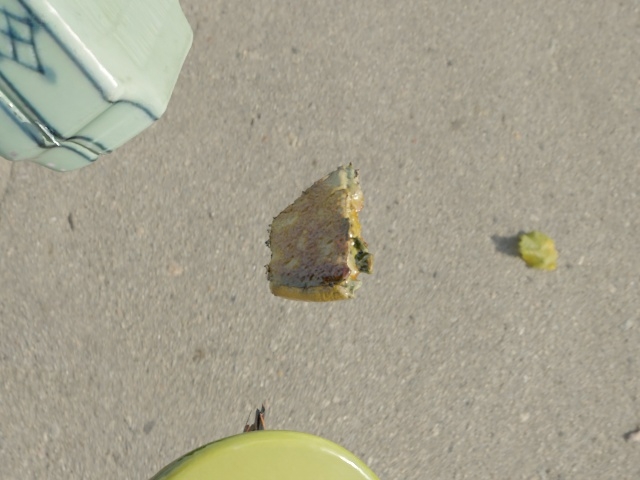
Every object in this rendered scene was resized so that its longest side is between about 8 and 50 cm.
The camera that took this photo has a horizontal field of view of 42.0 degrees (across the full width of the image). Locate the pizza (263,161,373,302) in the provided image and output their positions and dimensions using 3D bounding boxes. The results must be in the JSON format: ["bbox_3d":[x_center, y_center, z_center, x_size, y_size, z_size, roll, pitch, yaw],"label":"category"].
[{"bbox_3d":[0.000,0.000,1.155,0.147,0.069,0.226,-16,47,14],"label":"pizza"}]

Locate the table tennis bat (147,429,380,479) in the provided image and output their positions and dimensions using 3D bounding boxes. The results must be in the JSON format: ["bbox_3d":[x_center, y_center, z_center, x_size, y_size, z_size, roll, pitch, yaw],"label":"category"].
[{"bbox_3d":[-0.002,0.293,0.594,0.224,0.054,0.368,-41,107,-13],"label":"table tennis bat"}]

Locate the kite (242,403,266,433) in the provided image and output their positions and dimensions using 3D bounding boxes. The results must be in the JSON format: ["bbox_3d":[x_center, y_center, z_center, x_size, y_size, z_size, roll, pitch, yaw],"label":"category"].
[{"bbox_3d":[-0.073,0.273,0.922,0.014,0.241,0.183,6,77,-25],"label":"kite"}]

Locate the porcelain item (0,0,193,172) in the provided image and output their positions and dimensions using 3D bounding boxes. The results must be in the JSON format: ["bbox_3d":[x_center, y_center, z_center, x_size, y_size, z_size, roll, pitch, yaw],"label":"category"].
[{"bbox_3d":[-0.266,-0.227,0.777,0.157,0.281,0.286,-25,33,19],"label":"porcelain item"}]
